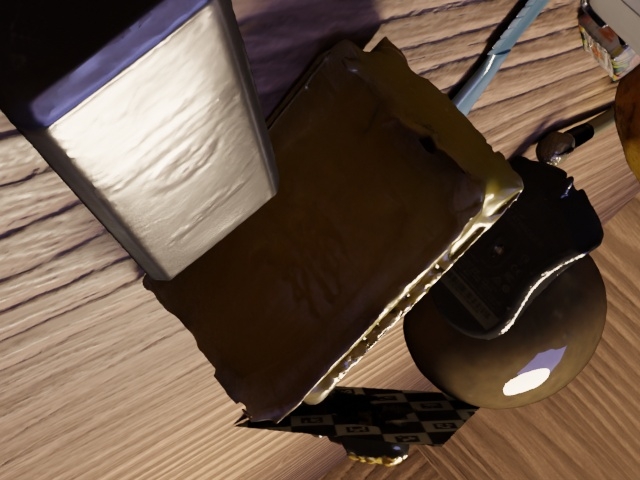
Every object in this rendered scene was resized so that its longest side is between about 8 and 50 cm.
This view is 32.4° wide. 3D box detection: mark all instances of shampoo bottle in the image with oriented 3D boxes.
[{"bbox_3d":[-0.073,-0.050,0.438,0.080,0.079,0.246,-39,167,-7],"label":"shampoo bottle"}]

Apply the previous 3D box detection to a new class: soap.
[{"bbox_3d":[0.001,0.000,0.686,0.233,0.135,0.076,-49,165,32],"label":"soap"}]

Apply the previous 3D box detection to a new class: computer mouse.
[{"bbox_3d":[0.239,0.005,1.355,0.088,0.147,0.264,-28,163,-47],"label":"computer mouse"}]

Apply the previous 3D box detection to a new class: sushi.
[{"bbox_3d":[0.073,0.263,1.524,0.292,0.059,0.294,0,-176,24],"label":"sushi"}]

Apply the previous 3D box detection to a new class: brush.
[{"bbox_3d":[0.352,-0.144,1.424,0.299,0.039,0.042,-26,160,-50],"label":"brush"}]

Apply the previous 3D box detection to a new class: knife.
[{"bbox_3d":[0.144,-0.155,0.858,0.044,0.019,0.313,-23,156,-50],"label":"knife"}]

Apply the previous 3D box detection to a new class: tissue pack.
[{"bbox_3d":[0.305,-0.219,0.995,0.148,0.060,0.108,-44,165,9],"label":"tissue pack"}]

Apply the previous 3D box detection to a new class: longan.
[{"bbox_3d":[0.258,0.115,1.540,0.300,0.243,0.300,-15,151,-9],"label":"longan"}]

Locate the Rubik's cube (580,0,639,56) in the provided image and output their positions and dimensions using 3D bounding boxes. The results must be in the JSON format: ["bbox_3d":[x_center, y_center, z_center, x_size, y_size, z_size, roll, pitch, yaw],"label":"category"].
[{"bbox_3d":[0.412,-0.198,0.685,0.363,0.362,0.359,-44,167,5],"label":"Rubik's cube"}]

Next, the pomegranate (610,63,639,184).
[{"bbox_3d":[0.499,-0.151,1.320,0.281,0.281,0.281,-38,167,-11],"label":"pomegranate"}]
